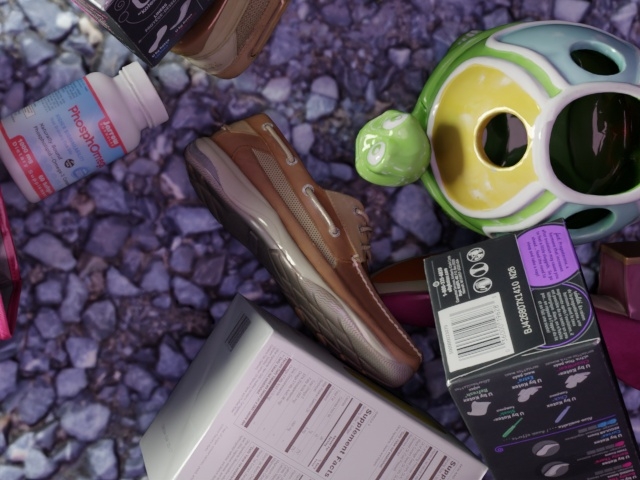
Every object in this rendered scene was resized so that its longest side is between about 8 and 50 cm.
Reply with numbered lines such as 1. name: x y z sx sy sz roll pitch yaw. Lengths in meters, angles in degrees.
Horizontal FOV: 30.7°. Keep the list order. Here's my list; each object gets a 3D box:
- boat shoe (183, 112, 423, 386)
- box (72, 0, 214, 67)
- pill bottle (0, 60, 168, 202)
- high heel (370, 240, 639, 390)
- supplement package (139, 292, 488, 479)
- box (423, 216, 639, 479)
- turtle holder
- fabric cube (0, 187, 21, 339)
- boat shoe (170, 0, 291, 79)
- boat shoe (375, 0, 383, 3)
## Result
1. boat shoe: 0.000 0.000 1.160 0.116 0.123 0.324 -38 82 -16
2. box: -0.203 -0.306 1.041 0.247 0.142 0.163 41 88 14
3. pill bottle: -0.235 -0.110 1.143 0.160 0.087 0.087 -30 104 -7
4. high heel: 0.215 0.105 1.268 0.377 0.127 0.181 -3 107 -7
5. supplement package: -0.015 0.217 1.185 0.263 0.199 0.198 34 89 -15
6. box: 0.214 0.137 1.137 0.143 0.165 0.270 -18 132 12
7. turtle holder: 0.209 -0.117 1.173 0.320 0.227 0.243 25 93 -16
8. fabric cube: -0.422 -0.031 1.028 0.258 0.254 0.259 -12 101 -9
9. boat shoe: -0.043 -0.323 1.154 0.341 0.122 0.110 -57 144 5
10. boat shoe: 0.139 -0.320 1.209 0.219 0.078 0.070 -29 103 1
